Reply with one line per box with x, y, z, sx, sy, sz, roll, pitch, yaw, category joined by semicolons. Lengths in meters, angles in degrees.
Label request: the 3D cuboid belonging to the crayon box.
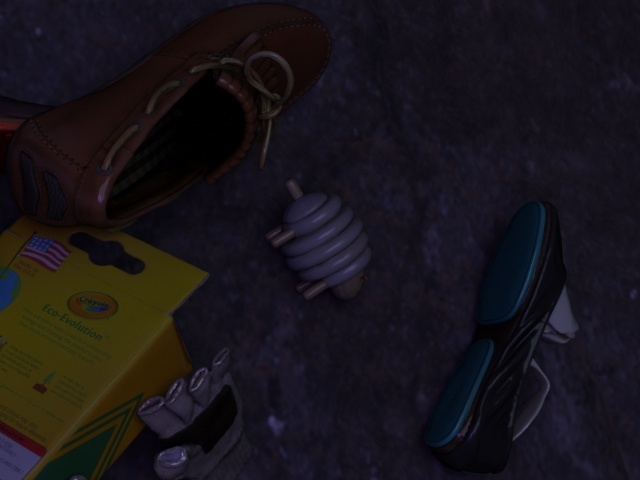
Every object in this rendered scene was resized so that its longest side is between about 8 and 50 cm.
-0.252;0.122;1.335;0.202;0.081;0.318;26;61;30;crayon box

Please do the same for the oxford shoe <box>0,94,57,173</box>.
-0.327;-0.122;1.427;0.271;0.097;0.098;5;65;-22;oxford shoe

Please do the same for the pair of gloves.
-0.138;0.218;1.353;0.042;0.204;0.240;27;61;26;pair of gloves

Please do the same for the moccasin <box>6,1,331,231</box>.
-0.104;-0.114;1.441;0.147;0.139;0.380;21;31;28;moccasin

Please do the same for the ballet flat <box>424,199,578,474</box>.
0.189;0.101;1.577;0.096;0.095;0.280;30;76;-22;ballet flat

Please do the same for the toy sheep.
0.000;0.000;1.527;0.091;0.091;0.132;-39;110;-26;toy sheep
